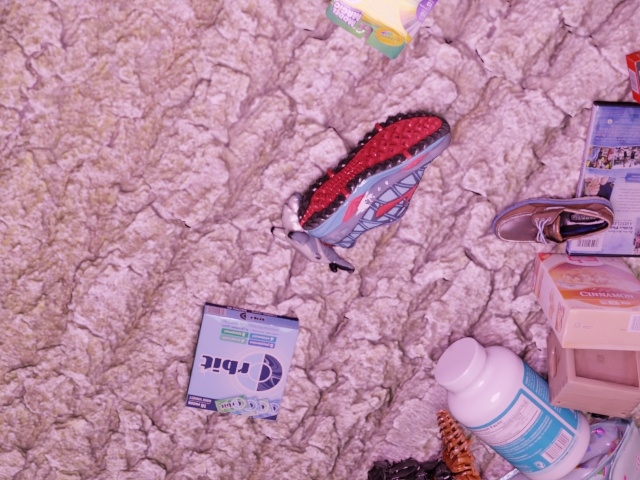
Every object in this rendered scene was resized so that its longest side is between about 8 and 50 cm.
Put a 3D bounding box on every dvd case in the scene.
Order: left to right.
[{"bbox_3d":[0.487,-0.089,1.422,0.180,0.022,0.253,1,115,-5],"label":"dvd case"}]

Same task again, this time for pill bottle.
[{"bbox_3d":[0.310,0.272,1.516,0.264,0.146,0.146,41,107,-19],"label":"pill bottle"}]

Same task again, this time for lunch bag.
[{"bbox_3d":[0.484,0.456,1.610,0.262,0.160,0.223,-34,110,0],"label":"lunch bag"}]

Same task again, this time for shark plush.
[{"bbox_3d":[0.000,0.000,1.424,0.161,0.073,0.067,39,78,-14],"label":"shark plush"}]

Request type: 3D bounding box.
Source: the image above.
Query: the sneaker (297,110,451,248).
[{"bbox_3d":[0.093,-0.086,1.378,0.262,0.104,0.125,-36,134,13],"label":"sneaker"}]

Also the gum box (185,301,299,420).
[{"bbox_3d":[-0.130,0.202,1.517,0.157,0.041,0.184,11,115,-8],"label":"gum box"}]

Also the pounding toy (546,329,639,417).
[{"bbox_3d":[0.479,0.189,1.497,0.206,0.181,0.094,11,142,-4],"label":"pounding toy"}]

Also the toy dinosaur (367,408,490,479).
[{"bbox_3d":[0.203,0.433,1.614,0.218,0.164,0.322,-10,98,-14],"label":"toy dinosaur"}]

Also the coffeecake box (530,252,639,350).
[{"bbox_3d":[0.418,0.091,1.413,0.142,0.185,0.068,2,116,-5],"label":"coffeecake box"}]

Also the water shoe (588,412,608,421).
[{"bbox_3d":[0.534,0.235,1.546,0.203,0.080,0.073,-39,112,14],"label":"water shoe"}]

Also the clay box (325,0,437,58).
[{"bbox_3d":[0.112,-0.372,1.250,0.127,0.053,0.222,30,112,-16],"label":"clay box"}]

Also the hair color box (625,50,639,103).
[{"bbox_3d":[0.522,-0.252,1.334,0.141,0.043,0.072,-18,114,5],"label":"hair color box"}]

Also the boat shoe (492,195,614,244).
[{"bbox_3d":[0.353,-0.028,1.405,0.183,0.066,0.066,-12,110,17],"label":"boat shoe"}]
